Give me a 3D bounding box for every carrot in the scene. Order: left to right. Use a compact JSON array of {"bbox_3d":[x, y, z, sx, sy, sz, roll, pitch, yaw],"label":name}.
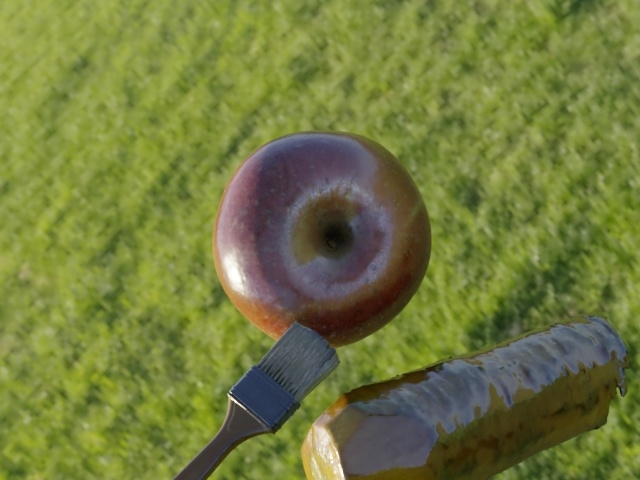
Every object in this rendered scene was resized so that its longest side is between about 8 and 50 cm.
[{"bbox_3d":[0.130,0.147,1.161,0.301,0.114,0.114,-16,20,-26],"label":"carrot"}]

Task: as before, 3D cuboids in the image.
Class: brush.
[{"bbox_3d":[-0.057,0.118,0.821,0.170,0.014,0.043,-46,54,-12],"label":"brush"}]

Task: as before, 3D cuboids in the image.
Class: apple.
[{"bbox_3d":[0.000,0.000,1.248,0.201,0.201,0.162,-50,7,-13],"label":"apple"}]
